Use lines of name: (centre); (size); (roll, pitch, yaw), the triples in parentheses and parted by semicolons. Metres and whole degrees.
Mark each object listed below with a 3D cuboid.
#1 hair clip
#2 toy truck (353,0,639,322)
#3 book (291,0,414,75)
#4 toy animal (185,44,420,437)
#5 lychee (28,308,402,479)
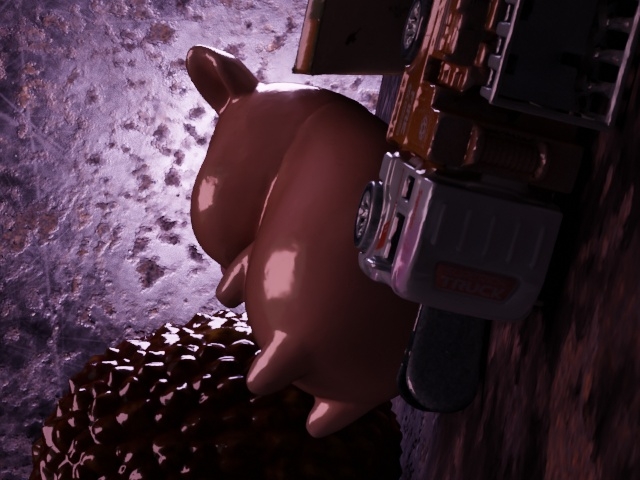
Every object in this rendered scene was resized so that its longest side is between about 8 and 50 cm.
hair clip: (0.083, -0.022, 0.709); (0.070, 0.039, 0.230); (101, -178, -83)
toy truck: (0.074, -0.051, 0.545); (0.115, 0.080, 0.178); (-120, 43, -74)
book: (0.079, -0.248, 0.899); (0.201, 0.026, 0.290); (-8, -62, -52)
toy animal: (0.000, -0.009, 0.852); (0.166, 0.154, 0.250); (47, -169, -45)
lychee: (-0.065, 0.162, 0.931); (0.236, 0.271, 0.236); (1, 91, 63)
